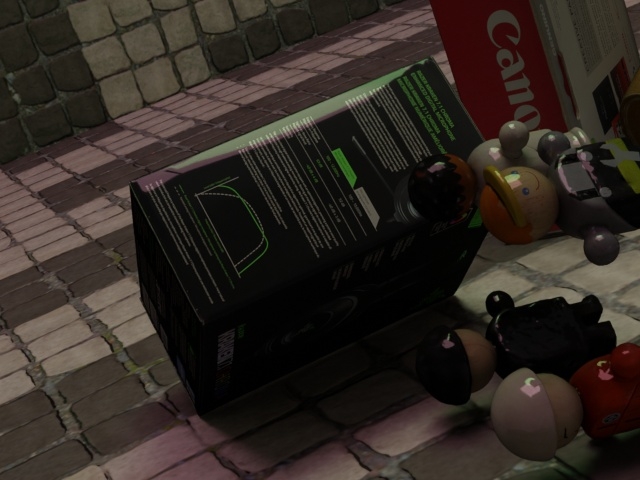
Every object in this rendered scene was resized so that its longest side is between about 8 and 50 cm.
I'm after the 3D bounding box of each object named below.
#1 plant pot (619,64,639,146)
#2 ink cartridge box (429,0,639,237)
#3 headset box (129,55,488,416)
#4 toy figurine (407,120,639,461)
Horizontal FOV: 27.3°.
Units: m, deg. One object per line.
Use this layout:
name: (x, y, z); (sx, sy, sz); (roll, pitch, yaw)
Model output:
plant pot: (0.411, -0.163, 1.232); (0.254, 0.237, 0.237); (-40, 22, -13)
ink cartridge box: (0.208, -0.169, 1.262); (0.130, 0.309, 0.272); (-10, 19, 30)
headset box: (0.000, 0.000, 1.087); (0.283, 0.131, 0.246); (-24, -19, -16)
toy figurine: (0.147, 0.027, 0.889); (0.148, 0.209, 0.213); (-12, 14, -12)
